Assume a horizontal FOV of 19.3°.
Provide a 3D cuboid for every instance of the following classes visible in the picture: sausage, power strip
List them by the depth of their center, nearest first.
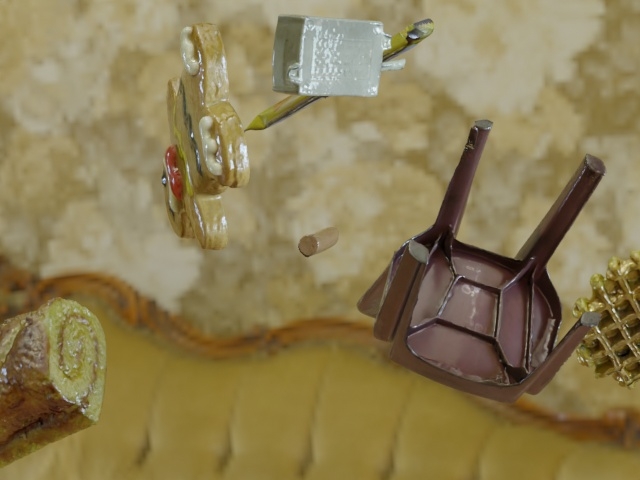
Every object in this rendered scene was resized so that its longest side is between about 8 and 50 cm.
[{"bbox_3d":[0.023,-0.172,1.770,0.175,0.075,0.042,-1,9,-45],"label":"power strip"},{"bbox_3d":[0.000,0.000,2.145,0.026,0.026,0.116,0,6,14],"label":"sausage"}]

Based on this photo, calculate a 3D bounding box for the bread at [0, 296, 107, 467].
[{"bbox_3d":[-0.294,0.139,1.822,0.172,0.132,0.103,-26,-40,32],"label":"bread"}]

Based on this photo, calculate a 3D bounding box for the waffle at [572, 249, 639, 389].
[{"bbox_3d":[0.369,0.090,2.107,0.191,0.191,0.038,-6,31,-4],"label":"waffle"}]

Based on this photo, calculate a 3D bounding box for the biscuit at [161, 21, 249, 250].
[{"bbox_3d":[-0.107,-0.071,1.560,0.035,0.158,0.240,-7,-22,-17],"label":"biscuit"}]

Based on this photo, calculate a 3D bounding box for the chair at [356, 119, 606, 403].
[{"bbox_3d":[0.128,0.066,1.673,0.175,0.326,0.183,20,52,-1],"label":"chair"}]

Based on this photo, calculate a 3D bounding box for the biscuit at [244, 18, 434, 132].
[{"bbox_3d":[0.015,-0.175,2.084,0.292,0.026,0.048,-26,-3,42],"label":"biscuit"}]
